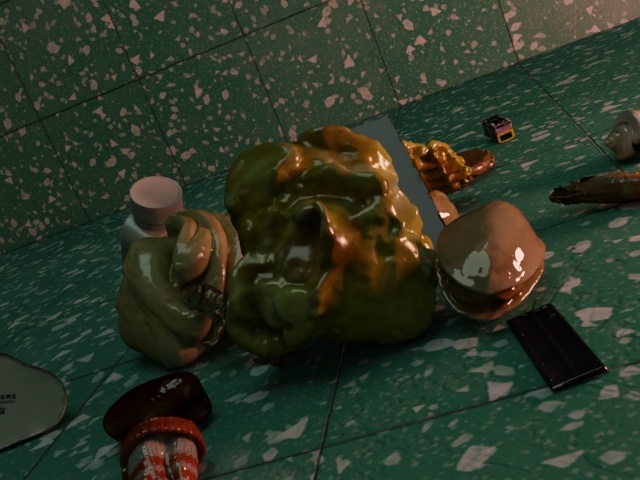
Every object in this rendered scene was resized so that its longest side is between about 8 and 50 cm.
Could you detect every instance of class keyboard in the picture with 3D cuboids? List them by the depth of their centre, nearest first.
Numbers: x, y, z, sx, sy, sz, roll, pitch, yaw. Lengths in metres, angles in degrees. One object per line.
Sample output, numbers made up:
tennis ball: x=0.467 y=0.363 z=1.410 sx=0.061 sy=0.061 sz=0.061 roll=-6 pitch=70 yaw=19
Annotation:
keyboard: x=0.277 y=0.122 z=0.947 sx=0.067 sy=0.011 sz=0.202 roll=-23 pitch=15 yaw=5

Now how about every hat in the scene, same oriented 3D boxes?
hat: x=-0.185 y=0.287 z=0.933 sx=0.112 sy=0.093 sz=0.162 roll=-32 pitch=33 yaw=1

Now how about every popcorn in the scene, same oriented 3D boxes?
popcorn: x=0.008 y=0.006 z=1.190 sx=0.292 sy=0.293 sz=0.334 roll=-27 pitch=46 yaw=24

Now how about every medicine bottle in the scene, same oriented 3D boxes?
medicine bottle: x=-0.347 y=0.011 z=1.691 sx=0.111 sy=0.296 sz=0.161 roll=31 pitch=48 yaw=22

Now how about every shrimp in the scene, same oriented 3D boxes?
shrimp: x=0.507 y=-0.094 z=1.320 sx=0.251 sy=0.052 sz=0.143 roll=-2 pitch=13 yaw=35

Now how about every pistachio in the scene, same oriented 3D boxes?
pistachio: x=0.237 y=0.028 z=1.110 sx=0.152 sy=0.126 sz=0.223 roll=9 pitch=35 yaw=10

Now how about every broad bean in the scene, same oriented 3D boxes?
broad bean: x=-0.238 y=0.242 z=1.141 sx=0.165 sy=0.084 sz=0.114 roll=-20 pitch=-3 yaw=34

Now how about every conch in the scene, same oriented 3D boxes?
conch: x=0.617 y=-0.194 z=1.488 sx=0.176 sy=0.094 sz=0.104 roll=3 pitch=-3 yaw=-9

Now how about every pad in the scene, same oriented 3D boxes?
pad: x=0.070 y=-0.051 z=1.396 sx=0.248 sy=0.007 sz=0.367 roll=-22 pitch=56 yaw=0

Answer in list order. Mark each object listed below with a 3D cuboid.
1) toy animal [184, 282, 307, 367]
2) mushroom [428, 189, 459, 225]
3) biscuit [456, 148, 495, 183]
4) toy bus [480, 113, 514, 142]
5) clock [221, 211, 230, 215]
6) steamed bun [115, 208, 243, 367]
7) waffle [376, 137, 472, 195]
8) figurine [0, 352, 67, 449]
toy animal: x=-0.123 y=0.133 z=1.251 sx=0.241 sy=0.099 sz=0.057 roll=12 pitch=-14 yaw=24
mushroom: x=0.120 y=-0.037 z=1.526 sx=0.329 sy=0.122 sz=0.159 roll=-8 pitch=24 yaw=40
biscuit: x=0.300 y=-0.156 z=1.838 sx=0.226 sy=0.042 sz=0.226 roll=-19 pitch=15 yaw=5
toy bus: x=0.456 y=-0.288 z=2.044 sx=0.052 sy=0.058 sz=0.102 roll=-22 pitch=20 yaw=-2
clock: x=-0.294 y=-0.028 z=2.221 sx=0.244 sy=0.056 sz=0.244 roll=-21 pitch=14 yaw=5
steamed bun: x=-0.239 y=0.064 z=1.495 sx=0.325 sy=0.230 sz=0.372 roll=-16 pitch=18 yaw=34
waffle: x=0.141 y=-0.114 z=1.624 sx=0.307 sy=0.060 sz=0.312 roll=11 pitch=-29 yaw=-37
figurine: x=-0.543 y=0.294 z=1.407 sx=0.250 sy=0.166 sz=0.141 roll=6 pitch=-17 yaw=10
